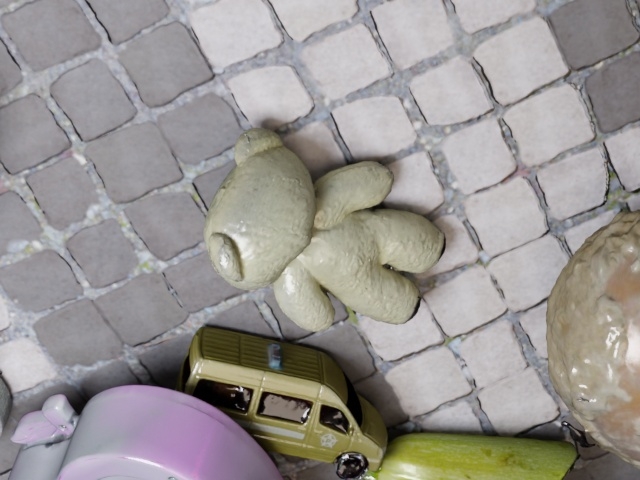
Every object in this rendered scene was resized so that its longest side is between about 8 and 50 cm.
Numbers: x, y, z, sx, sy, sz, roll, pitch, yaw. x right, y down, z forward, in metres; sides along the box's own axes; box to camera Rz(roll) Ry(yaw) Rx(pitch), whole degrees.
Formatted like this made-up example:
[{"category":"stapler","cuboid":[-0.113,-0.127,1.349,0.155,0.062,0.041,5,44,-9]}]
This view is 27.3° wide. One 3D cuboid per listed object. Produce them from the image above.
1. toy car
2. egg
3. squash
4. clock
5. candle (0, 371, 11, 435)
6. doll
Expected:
[{"category":"toy car","cuboid":[-0.038,0.184,1.517,0.257,0.101,0.124,13,116,-10]},{"category":"egg","cuboid":[0.374,0.108,1.417,0.279,0.279,0.310,-18,125,6]},{"category":"squash","cuboid":[0.159,0.289,1.575,0.287,0.137,0.137,8,119,-8]},{"category":"clock","cuboid":[-0.204,0.301,1.504,0.338,0.102,0.338,9,137,9]},{"category":"candle","cuboid":[-0.446,0.164,1.494,0.168,0.068,0.192,-11,116,3]},{"category":"doll","cuboid":[-0.002,0.004,1.422,0.278,0.175,0.149,22,154,-25]}]
